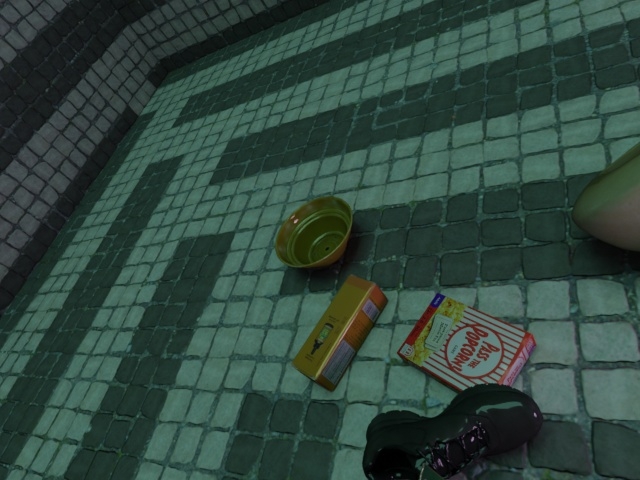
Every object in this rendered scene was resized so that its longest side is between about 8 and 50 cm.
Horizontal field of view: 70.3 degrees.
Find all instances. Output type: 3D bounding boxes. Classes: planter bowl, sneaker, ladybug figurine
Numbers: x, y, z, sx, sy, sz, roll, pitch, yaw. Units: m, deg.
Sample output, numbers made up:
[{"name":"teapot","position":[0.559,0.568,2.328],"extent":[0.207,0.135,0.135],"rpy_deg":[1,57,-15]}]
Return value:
[{"name":"planter bowl","position":[0.000,0.000,1.141],"extent":[0.217,0.090,0.217],"rpy_deg":[-19,44,20]},{"name":"sneaker","position":[0.191,0.309,0.684],"extent":[0.286,0.109,0.130],"rpy_deg":[-28,-1,21]},{"name":"ladybug figurine","position":[0.618,-0.132,0.704],"extent":[0.449,0.305,0.162],"rpy_deg":[-38,81,6]}]

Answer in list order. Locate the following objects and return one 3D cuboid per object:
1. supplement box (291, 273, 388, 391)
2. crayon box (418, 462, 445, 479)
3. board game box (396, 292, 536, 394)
[{"name":"supplement box","position":[0.043,0.190,0.952],"extent":[0.078,0.080,0.233],"rpy_deg":[18,64,45]},{"name":"crayon box","position":[0.149,0.462,0.538],"extent":[0.081,0.202,0.319],"rpy_deg":[-1,54,34]},{"name":"board game box","position":[0.257,0.195,0.816],"extent":[0.193,0.045,0.147],"rpy_deg":[23,69,45]}]
